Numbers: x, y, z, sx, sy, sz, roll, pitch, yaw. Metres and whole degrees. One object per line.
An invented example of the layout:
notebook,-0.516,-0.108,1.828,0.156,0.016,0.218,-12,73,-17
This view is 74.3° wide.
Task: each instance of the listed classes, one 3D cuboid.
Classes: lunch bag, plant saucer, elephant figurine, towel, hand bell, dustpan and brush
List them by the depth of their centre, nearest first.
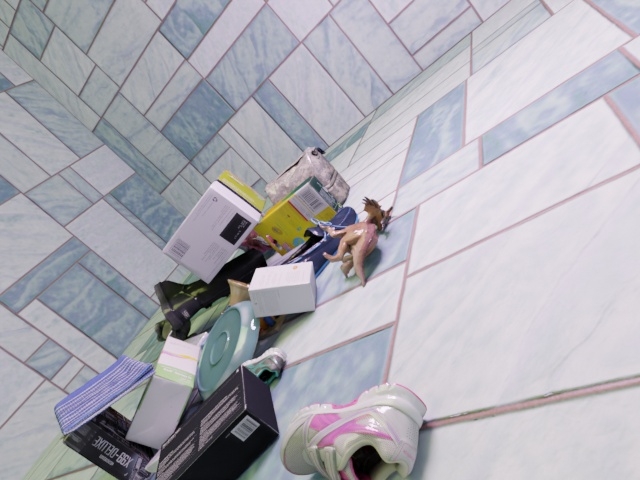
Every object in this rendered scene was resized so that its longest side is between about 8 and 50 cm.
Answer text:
dustpan and brush,-0.330,0.505,1.056,0.211,0.060,0.147,-41,3,33
towel,-0.604,0.408,1.165,0.243,0.040,0.336,-36,12,-35
plant saucer,-0.279,0.316,1.225,0.318,0.044,0.317,-40,34,35
hand bell,-0.291,0.263,1.422,0.126,0.126,0.241,4,74,69
lunch bag,-0.059,-0.218,1.797,0.305,0.256,0.212,-35,19,28
elephant figurine,-0.613,0.423,1.806,0.170,0.185,0.239,-5,14,-25

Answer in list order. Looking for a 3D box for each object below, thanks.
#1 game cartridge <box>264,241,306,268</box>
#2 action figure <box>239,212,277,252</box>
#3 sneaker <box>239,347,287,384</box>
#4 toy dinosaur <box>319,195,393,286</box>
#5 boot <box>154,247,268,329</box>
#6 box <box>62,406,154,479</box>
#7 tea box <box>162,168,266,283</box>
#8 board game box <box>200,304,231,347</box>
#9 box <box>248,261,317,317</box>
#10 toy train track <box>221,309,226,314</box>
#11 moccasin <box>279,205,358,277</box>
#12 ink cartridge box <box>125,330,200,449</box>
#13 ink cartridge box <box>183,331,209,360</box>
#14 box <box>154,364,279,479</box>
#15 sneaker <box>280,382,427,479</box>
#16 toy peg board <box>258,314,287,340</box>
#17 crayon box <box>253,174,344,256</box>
game cartridge,-0.149,0.127,1.533,0.294,0.060,0.196,-32,17,38
action figure,-0.306,0.007,2.026,0.370,0.275,0.248,12,62,51
sneaker,-0.155,0.330,1.039,0.166,0.065,0.076,-40,21,22
toy dinosaur,0.115,-0.014,1.138,0.200,0.127,0.295,-33,25,15
boot,-0.466,0.163,1.817,0.445,0.146,0.367,-35,31,-15
box,-0.600,0.564,1.212,0.076,0.242,0.307,-51,18,-22
tea box,-0.408,-0.068,1.684,0.329,0.220,0.323,-49,14,14
board game box,-0.345,0.307,1.586,0.160,0.039,0.211,-28,24,43
box,-0.102,0.137,1.192,0.171,0.091,0.130,-7,23,5
toy train track,-0.372,0.289,1.599,0.048,0.014,0.083,-39,17,19
moccasin,0.000,0.000,1.367,0.342,0.117,0.138,-53,18,-27
ink cartridge box,-0.467,0.438,1.303,0.207,0.119,0.353,-66,14,3
ink cartridge box,-0.528,0.468,1.619,0.223,0.045,0.224,-27,25,47
box,-0.221,0.422,0.894,0.261,0.103,0.184,-45,19,-1
sneaker,0.031,0.295,0.599,0.252,0.103,0.111,-36,17,29
toy peg board,-0.175,0.222,1.315,0.161,0.079,0.161,-31,21,38
crayon box,-0.079,-0.076,1.594,0.319,0.202,0.081,-34,19,30
